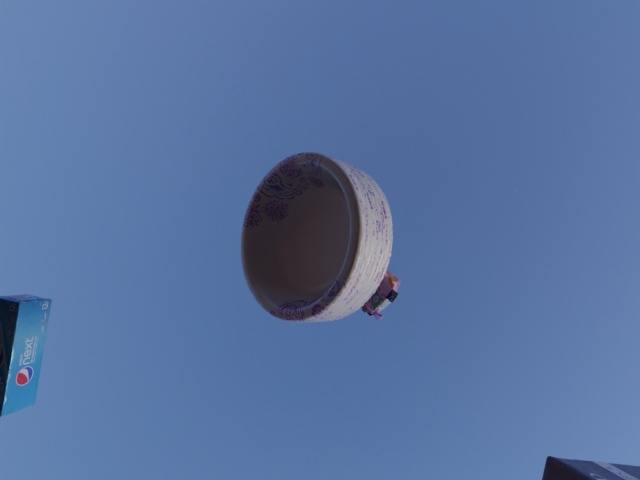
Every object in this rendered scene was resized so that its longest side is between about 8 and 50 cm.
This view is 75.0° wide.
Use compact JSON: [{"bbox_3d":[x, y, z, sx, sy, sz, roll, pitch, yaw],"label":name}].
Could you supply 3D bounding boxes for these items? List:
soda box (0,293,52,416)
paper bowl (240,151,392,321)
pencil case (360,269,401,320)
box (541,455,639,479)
[{"bbox_3d":[-0.579,0.211,0.789,0.067,0.071,0.210,7,-92,13],"label":"soda box"},{"bbox_3d":[0.000,0.000,0.734,0.284,0.148,0.284,-10,-105,42],"label":"paper bowl"},{"bbox_3d":[0.059,0.072,1.028,0.284,0.124,0.124,35,-81,13],"label":"pencil case"},{"bbox_3d":[0.332,0.327,0.382,0.203,0.168,0.167,15,-93,-17],"label":"box"}]
